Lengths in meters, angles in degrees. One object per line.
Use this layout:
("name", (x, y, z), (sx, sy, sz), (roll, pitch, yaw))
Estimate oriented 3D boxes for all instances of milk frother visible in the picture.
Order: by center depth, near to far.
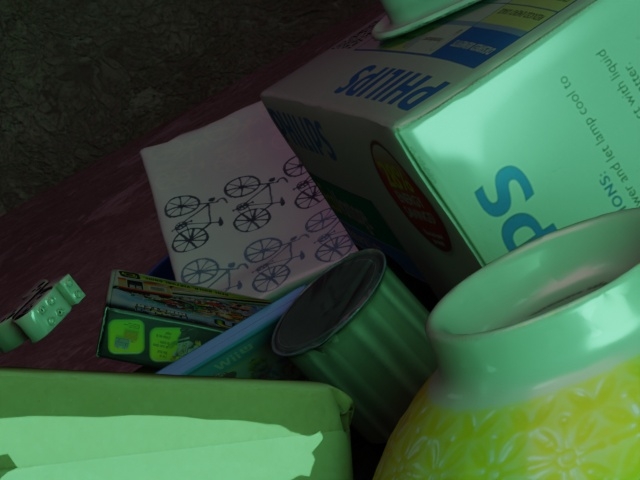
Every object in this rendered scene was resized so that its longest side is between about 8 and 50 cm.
("milk frother", (0.021, 0.092, 1.044), (0.143, 0.135, 0.129), (-40, 18, 7))

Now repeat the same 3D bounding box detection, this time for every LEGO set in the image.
("LEGO set", (-0.197, 0.115, 1.113), (0.093, 0.087, 0.227), (-20, 22, 48))

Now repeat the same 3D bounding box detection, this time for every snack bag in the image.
("snack bag", (0.032, -0.064, 1.433), (0.342, 0.037, 0.323), (-22, 31, 0))

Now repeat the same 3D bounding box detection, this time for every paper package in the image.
("paper package", (-0.180, 0.143, 0.888), (0.325, 0.168, 0.309), (3, -5, -17))

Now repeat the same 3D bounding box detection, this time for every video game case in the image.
("video game case", (-0.025, 0.101, 1.130), (0.119, 0.166, 0.015), (-31, 52, 5))

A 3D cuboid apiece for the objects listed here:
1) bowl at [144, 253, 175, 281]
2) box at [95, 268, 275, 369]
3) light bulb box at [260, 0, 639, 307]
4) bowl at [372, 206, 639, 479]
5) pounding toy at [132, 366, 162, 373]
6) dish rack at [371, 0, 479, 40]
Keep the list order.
("bowl", (0.000, 0.000, 1.588), (0.391, 0.077, 0.391), (-31, 13, 8))
("box", (-0.048, 0.069, 1.238), (0.207, 0.036, 0.114), (12, 11, -7))
("light bulb box", (0.198, -0.090, 1.121), (0.361, 0.225, 0.358), (-34, 14, -7))
("bowl", (0.126, 0.080, 0.751), (0.289, 0.156, 0.289), (-25, 11, 6))
("pounding toy", (-0.143, 0.155, 1.218), (0.141, 0.130, 0.100), (-31, 13, 5))
("dish rack", (0.179, -0.254, 1.122), (0.285, 0.072, 0.333), (-19, 19, 38))
